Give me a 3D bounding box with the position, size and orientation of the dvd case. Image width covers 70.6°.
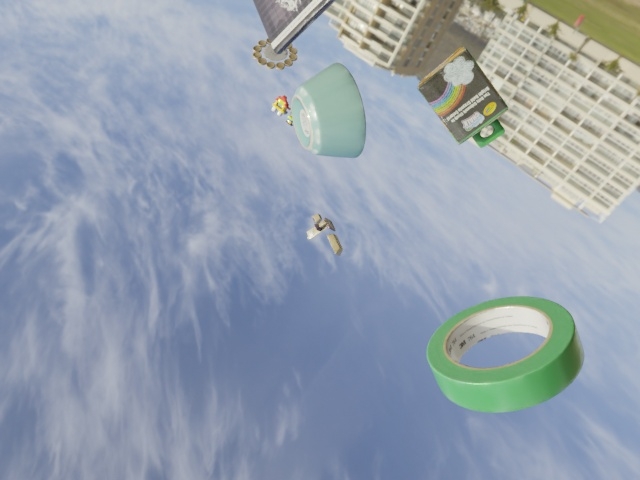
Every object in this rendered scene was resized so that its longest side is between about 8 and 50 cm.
[{"bbox_3d":[-0.070,-0.483,0.816,0.018,0.164,0.222,-19,-94,-47],"label":"dvd case"}]

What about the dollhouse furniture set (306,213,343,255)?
[{"bbox_3d":[0.000,0.000,1.268,0.091,0.081,0.115,26,-144,-60],"label":"dollhouse furniture set"}]

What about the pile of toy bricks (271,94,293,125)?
[{"bbox_3d":[-0.087,-0.536,1.892,0.212,0.105,0.118,39,-151,7],"label":"pile of toy bricks"}]

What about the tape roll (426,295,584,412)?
[{"bbox_3d":[0.402,0.241,1.012,0.077,0.320,0.321,64,-150,-14],"label":"tape roll"}]

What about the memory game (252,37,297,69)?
[{"bbox_3d":[-0.182,-0.748,1.809,0.185,0.012,0.186,3,-120,-5],"label":"memory game"}]

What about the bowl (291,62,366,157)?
[{"bbox_3d":[0.008,-0.406,1.488,0.162,0.312,0.312,-17,-130,-15],"label":"bowl"}]

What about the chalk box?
[{"bbox_3d":[0.464,-0.435,1.433,0.289,0.180,0.179,50,-154,-11],"label":"chalk box"}]
